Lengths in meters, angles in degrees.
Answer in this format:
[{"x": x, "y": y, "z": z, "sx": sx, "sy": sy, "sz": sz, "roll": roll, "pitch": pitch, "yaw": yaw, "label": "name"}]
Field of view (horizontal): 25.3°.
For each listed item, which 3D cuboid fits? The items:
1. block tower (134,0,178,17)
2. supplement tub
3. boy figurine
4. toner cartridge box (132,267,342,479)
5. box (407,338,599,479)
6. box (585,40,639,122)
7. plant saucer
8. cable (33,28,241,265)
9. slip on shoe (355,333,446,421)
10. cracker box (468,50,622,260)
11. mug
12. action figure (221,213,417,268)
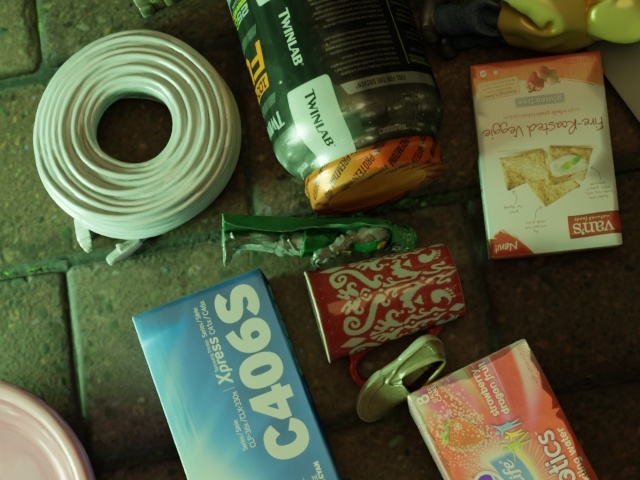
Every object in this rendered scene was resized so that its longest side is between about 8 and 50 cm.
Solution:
[{"x": -0.112, "y": -0.398, "z": 1.797, "sx": 0.335, "sy": 0.091, "sz": 0.097, "roll": -25, "pitch": 76, "yaw": 0, "label": "block tower"}, {"x": 0.018, "y": -0.214, "z": 1.684, "sx": 0.207, "sy": 0.207, "sz": 0.338, "roll": -18, "pitch": 76, "yaw": 1, "label": "supplement tub"}, {"x": 0.257, "y": -0.269, "z": 1.666, "sx": 0.285, "sy": 0.177, "sz": 0.092, "roll": -3, "pitch": 75, "yaw": 32, "label": "boy figurine"}, {"x": -0.083, "y": 0.223, "z": 1.665, "sx": 0.165, "sy": 0.075, "sz": 0.348, "roll": -22, "pitch": 77, "yaw": 1, "label": "toner cartridge box"}, {"x": 0.226, "y": 0.280, "z": 1.589, "sx": 0.154, "sy": 0.142, "sz": 0.300, "roll": -25, "pitch": 77, "yaw": 0, "label": "box"}, {"x": 0.393, "y": -0.300, "z": 1.672, "sx": 0.058, "sy": 0.232, "sz": 0.322, "roll": -21, "pitch": 72, "yaw": -45, "label": "box"}, {"x": -0.415, "y": 0.327, "z": 1.669, "sx": 0.332, "sy": 0.084, "sz": 0.332, "roll": -1, "pitch": 78, "yaw": 6, "label": "plant saucer"}, {"x": -0.228, "y": -0.132, "z": 1.749, "sx": 0.257, "sy": 0.089, "sz": 0.257, "roll": -30, "pitch": 77, "yaw": -2, "label": "cable"}, {"x": 0.095, "y": 0.167, "z": 1.654, "sx": 0.135, "sy": 0.051, "sz": 0.041, "roll": -43, "pitch": 37, "yaw": 14, "label": "slip on shoe"}, {"x": 0.264, "y": -0.098, "z": 1.691, "sx": 0.155, "sy": 0.067, "sz": 0.232, "roll": -7, "pitch": 87, "yaw": 4, "label": "cracker box"}, {"x": 0.079, "y": 0.081, "z": 1.682, "sx": 0.169, "sy": 0.150, "sz": 0.113, "roll": -16, "pitch": 40, "yaw": -3, "label": "mug"}, {"x": 0.000, "y": 0.000, "z": 1.693, "sx": 0.232, "sy": 0.137, "sz": 0.063, "roll": -3, "pitch": 82, "yaw": -5, "label": "action figure"}]
